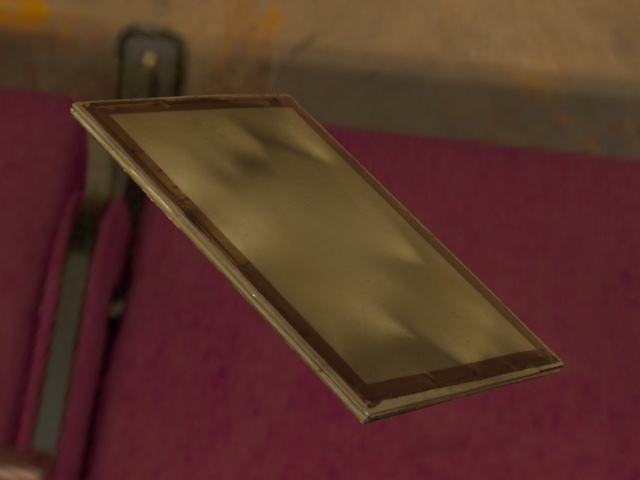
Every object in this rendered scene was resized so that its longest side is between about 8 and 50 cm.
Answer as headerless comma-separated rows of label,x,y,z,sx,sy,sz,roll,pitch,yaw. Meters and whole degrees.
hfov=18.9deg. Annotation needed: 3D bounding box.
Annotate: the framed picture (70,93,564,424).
framed picture,0.000,0.000,0.965,0.231,0.173,0.010,46,121,27
